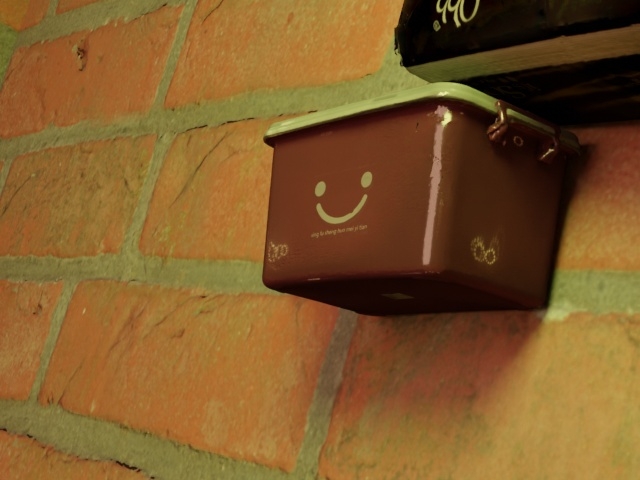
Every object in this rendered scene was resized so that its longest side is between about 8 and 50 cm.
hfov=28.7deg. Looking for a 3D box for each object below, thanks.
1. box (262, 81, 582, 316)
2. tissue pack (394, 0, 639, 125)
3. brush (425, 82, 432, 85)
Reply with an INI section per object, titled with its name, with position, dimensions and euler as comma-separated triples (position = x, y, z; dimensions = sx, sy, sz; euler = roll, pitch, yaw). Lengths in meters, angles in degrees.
[box]
position = 0.082, -0.025, 1.166
dimensions = 0.294, 0.193, 0.167
euler = -7, 73, 51
[tissue pack]
position = 0.235, -0.217, 1.030
dimensions = 0.370, 0.198, 0.210
euler = 5, 82, 60
[brush]
position = 0.207, -0.240, 1.262
dimensions = 0.299, 0.039, 0.042
euler = -48, 41, 18
